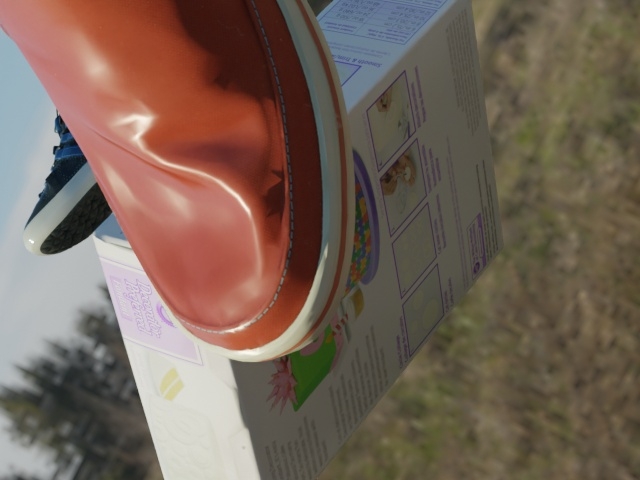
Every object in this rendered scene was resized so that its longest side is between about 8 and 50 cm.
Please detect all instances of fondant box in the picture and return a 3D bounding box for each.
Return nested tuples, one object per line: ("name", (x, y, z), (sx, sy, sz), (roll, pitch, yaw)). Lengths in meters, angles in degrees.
("fondant box", (0.000, 0.000, 1.343), (0.330, 0.096, 0.238), (-49, -39, -38))

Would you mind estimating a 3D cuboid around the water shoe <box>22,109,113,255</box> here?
("water shoe", (-0.175, -0.080, 1.502), (0.203, 0.080, 0.073), (-53, -17, -9))

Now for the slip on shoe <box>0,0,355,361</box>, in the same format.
("slip on shoe", (-0.085, -0.105, 0.696), (0.123, 0.331, 0.101), (-13, 12, 40))
